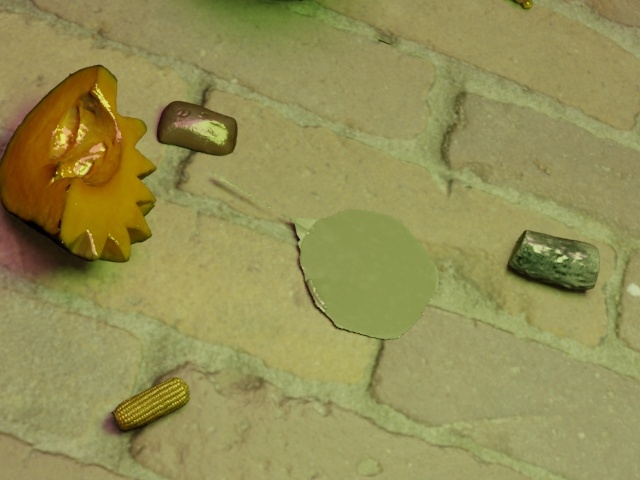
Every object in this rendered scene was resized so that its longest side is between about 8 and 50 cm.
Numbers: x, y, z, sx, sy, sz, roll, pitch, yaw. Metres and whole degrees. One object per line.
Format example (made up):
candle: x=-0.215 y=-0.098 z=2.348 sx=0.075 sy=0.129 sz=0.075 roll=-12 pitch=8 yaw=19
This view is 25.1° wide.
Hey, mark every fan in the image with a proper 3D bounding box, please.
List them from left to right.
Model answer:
fan: x=0.000 y=0.001 z=1.758 sx=0.310 sy=0.010 sz=0.182 roll=33 pitch=55 yaw=2

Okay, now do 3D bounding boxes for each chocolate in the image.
chocolate: x=-0.150 y=-0.142 z=1.794 sx=0.100 sy=0.031 sz=0.065 roll=16 pitch=60 yaw=-8

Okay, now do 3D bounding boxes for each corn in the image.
corn: x=-0.184 y=0.179 z=1.577 sx=0.092 sy=0.037 sz=0.037 roll=-23 pitch=67 yaw=-25

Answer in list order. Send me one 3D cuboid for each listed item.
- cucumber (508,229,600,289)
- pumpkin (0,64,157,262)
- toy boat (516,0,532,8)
cucumber: x=0.293 y=0.024 z=1.805 sx=0.111 sy=0.064 sz=0.064 roll=12 pitch=56 yaw=-6
pumpkin: x=-0.285 y=-0.059 z=1.678 sx=0.130 sy=0.149 sz=0.254 roll=39 pitch=43 yaw=-42
toy boat: x=0.262 y=-0.486 z=2.099 sx=0.141 sy=0.099 sz=0.318 roll=-21 pitch=58 yaw=19
